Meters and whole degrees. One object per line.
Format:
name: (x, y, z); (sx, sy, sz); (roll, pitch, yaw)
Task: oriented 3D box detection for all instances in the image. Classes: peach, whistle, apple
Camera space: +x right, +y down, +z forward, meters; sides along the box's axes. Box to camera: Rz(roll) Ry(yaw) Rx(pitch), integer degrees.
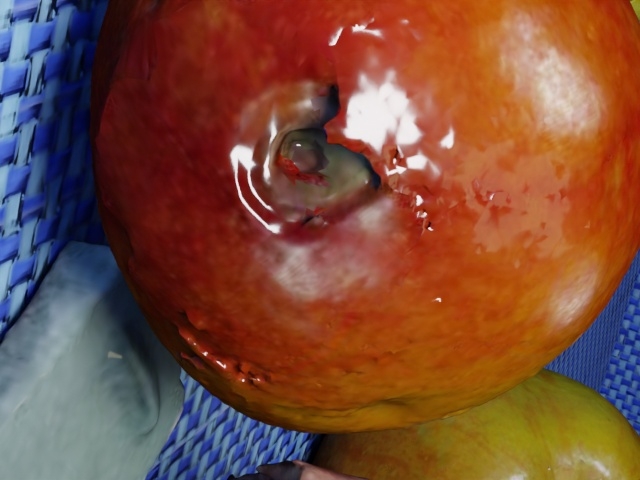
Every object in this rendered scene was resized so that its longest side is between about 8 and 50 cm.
peach: (0.019, -0.039, 0.678); (0.281, 0.238, 0.281); (-54, 159, -33)
whistle: (-0.137, 0.195, 0.653); (0.168, 0.188, 0.405); (77, 3, -52)
apple: (0.121, 0.230, 1.198); (0.301, 0.301, 0.301); (-57, 159, -36)

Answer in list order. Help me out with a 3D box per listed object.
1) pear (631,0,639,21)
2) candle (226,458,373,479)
pear: (0.177, -0.234, 1.054); (0.197, 0.197, 0.197); (-57, 159, -36)
candle: (-0.013, 0.240, 0.842); (0.317, 0.131, 0.287); (-107, -146, -65)
